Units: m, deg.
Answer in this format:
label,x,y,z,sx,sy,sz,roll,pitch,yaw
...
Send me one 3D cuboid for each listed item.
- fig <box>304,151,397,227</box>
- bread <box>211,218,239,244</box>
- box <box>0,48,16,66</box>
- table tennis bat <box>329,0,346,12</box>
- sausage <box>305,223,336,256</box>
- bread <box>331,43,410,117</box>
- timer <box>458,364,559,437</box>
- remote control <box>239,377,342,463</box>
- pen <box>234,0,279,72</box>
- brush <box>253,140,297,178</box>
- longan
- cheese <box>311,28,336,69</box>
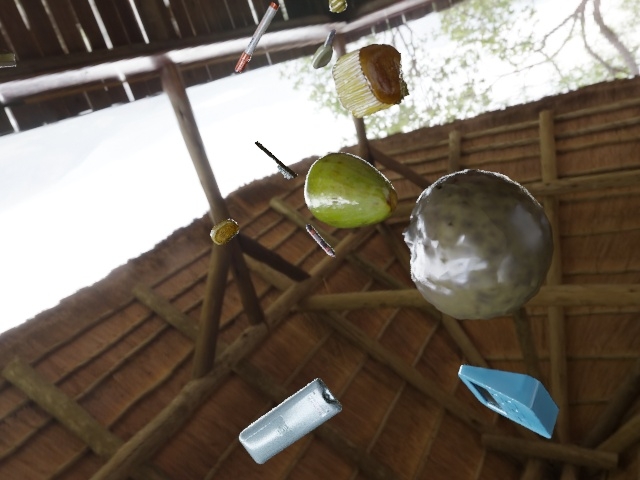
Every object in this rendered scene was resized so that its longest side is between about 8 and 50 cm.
label,x,y,z,sx,sy,sz,roll,pitch,yaw
fig,0.107,-0.160,1.850,0.326,0.258,0.258,22,-143,28
bread,-0.345,-0.031,1.939,0.110,0.110,0.024,-26,-130,-25
box,-0.866,-0.485,1.429,0.079,0.035,0.083,27,-143,37
table tennis bat,0.046,-0.785,1.596,0.198,0.050,0.321,-28,-133,33
sausage,0.000,0.000,1.947,0.025,0.028,0.198,-4,-142,-39
bread,0.146,-0.435,1.446,0.133,0.179,0.250,-19,-173,38
timer,0.546,0.470,1.587,0.250,0.232,0.091,2,-126,47
remote control,-0.084,0.480,1.404,0.293,0.103,0.051,-39,178,14
pen,-0.198,-0.627,1.661,0.239,0.028,0.028,-53,-177,23
brush,-0.162,-0.280,1.892,0.027,0.190,0.034,-48,180,34
longan,0.397,0.013,1.384,0.391,0.391,0.391,-17,-164,5
cheese,0.023,-0.756,2.110,0.097,0.037,0.192,-31,169,-27
